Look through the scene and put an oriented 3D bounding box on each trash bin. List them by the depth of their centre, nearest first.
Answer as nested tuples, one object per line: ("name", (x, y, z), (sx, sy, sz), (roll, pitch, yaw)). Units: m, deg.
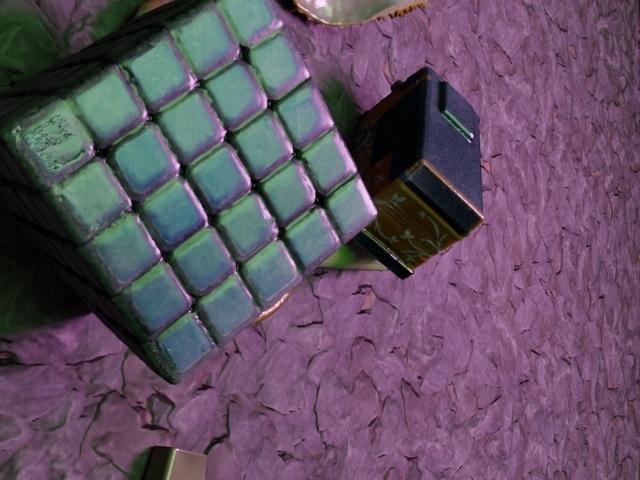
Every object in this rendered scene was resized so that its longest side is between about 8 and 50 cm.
("trash bin", (-0.158, 0.268, 0.773), (0.061, 0.043, 0.092), (31, 62, -44))

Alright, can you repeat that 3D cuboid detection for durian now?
("durian", (0.035, -0.373, 0.994), (0.252, 0.139, 0.144), (34, 57, -43))

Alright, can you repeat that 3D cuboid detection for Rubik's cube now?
("Rubik's cube", (-0.138, -0.061, 0.636), (0.237, 0.238, 0.237), (-41, 117, -21))

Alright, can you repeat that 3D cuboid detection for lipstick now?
("lipstick", (0.000, 0.000, 0.965), (0.304, 0.076, 0.076), (7, 81, -51))

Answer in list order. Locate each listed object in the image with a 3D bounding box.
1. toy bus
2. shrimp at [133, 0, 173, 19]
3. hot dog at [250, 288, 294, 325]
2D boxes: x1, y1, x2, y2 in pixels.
("toy bus", (0.128, -0.103, 1.003), (0.138, 0.167, 0.275), (39, 35, -21))
("shrimp", (-0.128, -0.158, 0.837), (0.254, 0.059, 0.145), (56, 29, -20))
("hot dog", (-0.073, 0.075, 0.905), (0.044, 0.028, 0.137), (51, 43, -2))
